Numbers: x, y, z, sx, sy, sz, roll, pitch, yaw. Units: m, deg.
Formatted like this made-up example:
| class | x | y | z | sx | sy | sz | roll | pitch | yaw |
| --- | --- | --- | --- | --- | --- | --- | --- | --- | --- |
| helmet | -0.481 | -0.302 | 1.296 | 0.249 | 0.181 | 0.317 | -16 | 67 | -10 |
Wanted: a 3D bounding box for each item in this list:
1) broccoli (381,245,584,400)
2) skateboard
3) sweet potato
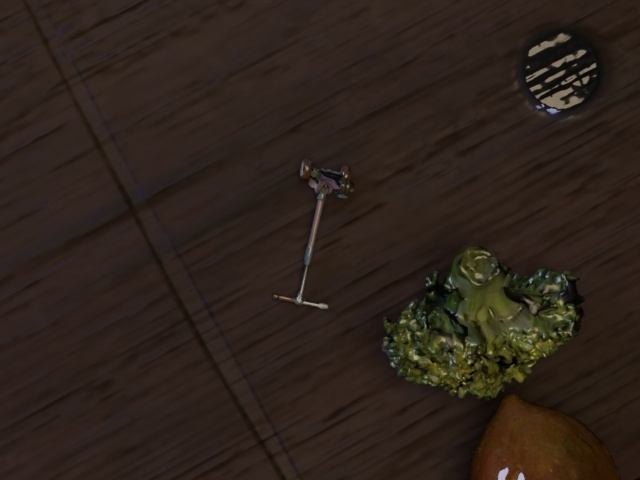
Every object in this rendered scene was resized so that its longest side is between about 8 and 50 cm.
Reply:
| class | x | y | z | sx | sy | sz | roll | pitch | yaw |
| --- | --- | --- | --- | --- | --- | --- | --- | --- | --- |
| broccoli | 0.092 | 0.043 | 1.052 | 0.097 | 0.092 | 0.095 | 19 | 53 | 15 |
| skateboard | 0.000 | 0.000 | 1.061 | 0.032 | 0.064 | 0.083 | 10 | 99 | -14 |
| sweet potato | 0.128 | 0.231 | 1.051 | 0.097 | 0.097 | 0.292 | 0 | 91 | -6 |
